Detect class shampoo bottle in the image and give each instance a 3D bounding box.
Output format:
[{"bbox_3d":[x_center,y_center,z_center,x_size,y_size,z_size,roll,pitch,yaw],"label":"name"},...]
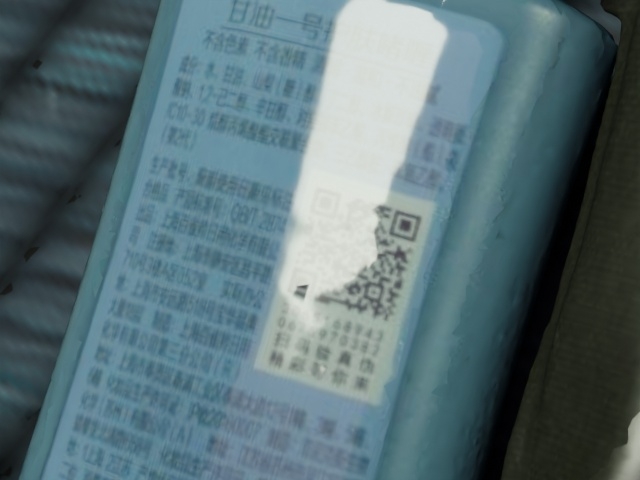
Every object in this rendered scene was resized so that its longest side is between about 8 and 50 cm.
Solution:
[{"bbox_3d":[0.000,0.000,0.396,0.104,0.061,0.258,17,90,21],"label":"shampoo bottle"}]

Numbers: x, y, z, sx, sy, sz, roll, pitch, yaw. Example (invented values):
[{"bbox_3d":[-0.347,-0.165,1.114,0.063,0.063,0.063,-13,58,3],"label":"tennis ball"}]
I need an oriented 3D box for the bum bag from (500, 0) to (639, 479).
[{"bbox_3d":[0.088,0.056,0.353,0.142,0.080,0.326,21,90,3],"label":"bum bag"}]
